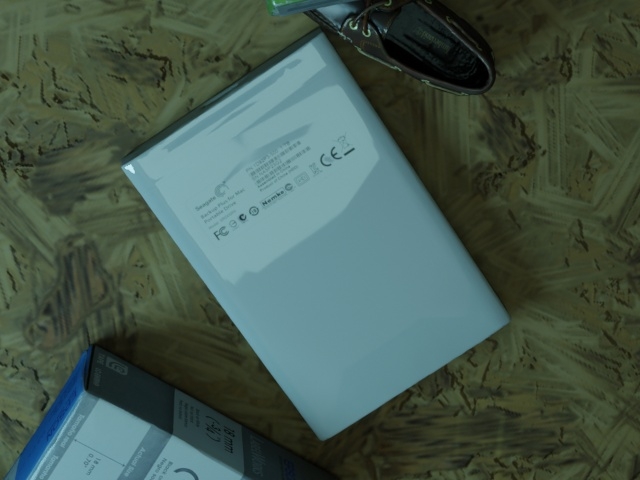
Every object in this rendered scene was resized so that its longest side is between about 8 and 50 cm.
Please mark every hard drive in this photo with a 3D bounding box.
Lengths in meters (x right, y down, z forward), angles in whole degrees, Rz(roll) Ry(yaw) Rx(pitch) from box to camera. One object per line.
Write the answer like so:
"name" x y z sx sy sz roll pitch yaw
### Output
"hard drive" 0.000 0.000 1.328 0.203 0.040 0.307 -33 109 5

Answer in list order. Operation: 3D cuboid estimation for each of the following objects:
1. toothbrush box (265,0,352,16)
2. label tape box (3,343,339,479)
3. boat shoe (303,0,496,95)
"toothbrush box" 0.031 -0.329 1.155 0.206 0.122 0.283 -12 94 -2
"label tape box" -0.123 0.281 1.371 0.334 0.106 0.240 30 103 -14
"boat shoe" 0.055 -0.184 1.259 0.207 0.073 0.073 26 106 -12
